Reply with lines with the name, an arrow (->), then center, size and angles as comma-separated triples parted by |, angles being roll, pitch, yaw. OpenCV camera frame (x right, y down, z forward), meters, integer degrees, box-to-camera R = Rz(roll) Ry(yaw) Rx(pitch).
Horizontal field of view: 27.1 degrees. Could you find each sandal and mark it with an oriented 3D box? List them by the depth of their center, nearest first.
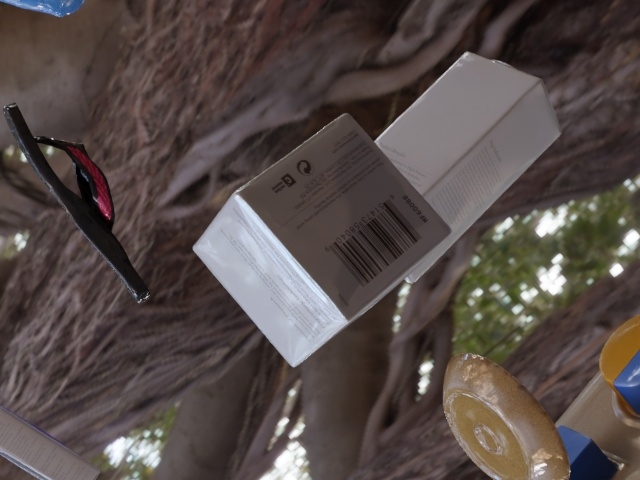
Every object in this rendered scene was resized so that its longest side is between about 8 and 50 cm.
sandal -> -0.171, -0.033, 0.979 | 0.040, 0.067, 0.179 | -37, -68, -6

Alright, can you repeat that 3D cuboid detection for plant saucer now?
plant saucer -> 0.086, 0.094, 0.653 | 0.015, 0.083, 0.083 | -35, -99, -24

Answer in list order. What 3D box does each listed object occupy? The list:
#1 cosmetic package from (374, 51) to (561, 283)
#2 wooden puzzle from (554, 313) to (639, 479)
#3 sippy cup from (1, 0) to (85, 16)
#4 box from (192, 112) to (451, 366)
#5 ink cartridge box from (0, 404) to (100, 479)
cosmetic package -> 0.123, -0.078, 1.349 | 0.231, 0.085, 0.117 | -43, -138, -13
wooden puzzle -> 0.286, 0.180, 1.125 | 0.322, 0.348, 0.080 | -48, -69, -11
sippy cup -> -0.288, -0.355, 1.335 | 0.305, 0.224, 0.240 | 22, -167, -2
box -> 0.000, 0.000, 0.799 | 0.101, 0.087, 0.102 | -39, -95, -33
ink cartridge box -> -0.354, 0.198, 1.431 | 0.208, 0.206, 0.045 | 39, -107, -17
